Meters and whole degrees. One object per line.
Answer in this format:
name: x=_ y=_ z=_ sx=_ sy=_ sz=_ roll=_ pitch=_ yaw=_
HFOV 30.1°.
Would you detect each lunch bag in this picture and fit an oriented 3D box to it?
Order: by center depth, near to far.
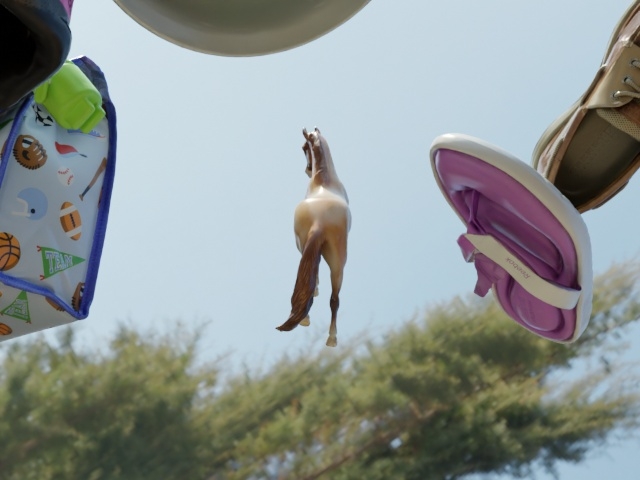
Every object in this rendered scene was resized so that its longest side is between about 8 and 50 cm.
lunch bag: x=-0.473 y=-0.067 z=1.709 sx=0.328 sy=0.385 sz=0.239 roll=-14 pitch=-35 yaw=36

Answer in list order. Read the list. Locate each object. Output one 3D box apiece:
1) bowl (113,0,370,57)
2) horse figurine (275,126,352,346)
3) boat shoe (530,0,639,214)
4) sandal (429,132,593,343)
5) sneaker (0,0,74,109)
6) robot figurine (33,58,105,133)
bowl: x=-0.069 y=-0.311 z=0.970 sx=0.134 sy=0.298 sz=0.298 roll=-126 pitch=-149 yaw=-53
horse figurine: x=0.000 y=0.000 z=1.266 sx=0.066 sy=0.263 sz=0.174 roll=3 pitch=-66 yaw=5
boat shoe: x=0.342 y=-0.149 z=1.280 sx=0.123 sy=0.116 sz=0.324 roll=27 pitch=-61 yaw=-4
sandal: x=0.223 y=0.030 z=1.346 sx=0.169 sy=0.102 sz=0.416 roll=17 pitch=-22 yaw=34
sneaker: x=-0.200 y=-0.188 z=0.671 sx=0.202 sy=0.483 sz=0.185 roll=42 pitch=-23 yaw=-9
robot figurine: x=-0.329 y=-0.191 z=1.543 sx=0.067 sy=0.101 sz=0.115 roll=-46 pitch=-111 yaw=12
